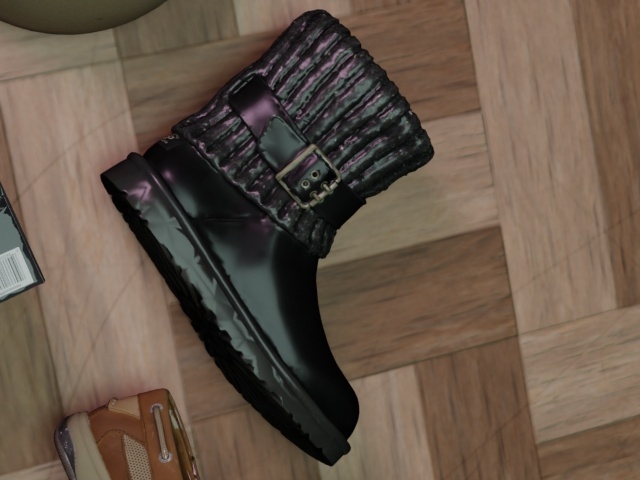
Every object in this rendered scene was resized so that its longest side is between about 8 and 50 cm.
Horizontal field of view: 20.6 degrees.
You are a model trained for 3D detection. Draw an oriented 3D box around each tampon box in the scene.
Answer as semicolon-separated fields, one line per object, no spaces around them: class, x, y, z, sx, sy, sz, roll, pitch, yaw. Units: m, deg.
tampon box;-0.308;0.003;1.422;0.120;0.161;0.101;-25;104;-15

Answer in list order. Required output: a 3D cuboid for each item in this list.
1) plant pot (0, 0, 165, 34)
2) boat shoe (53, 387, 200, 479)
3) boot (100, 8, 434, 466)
plant pot;-0.188;-0.309;1.419;0.284;0.191;0.284;-2;96;-19
boat shoe;-0.110;0.260;1.464;0.120;0.122;0.324;-28;66;-3
boot;0.001;-0.001;1.552;0.260;0.131;0.348;-36;106;-13
